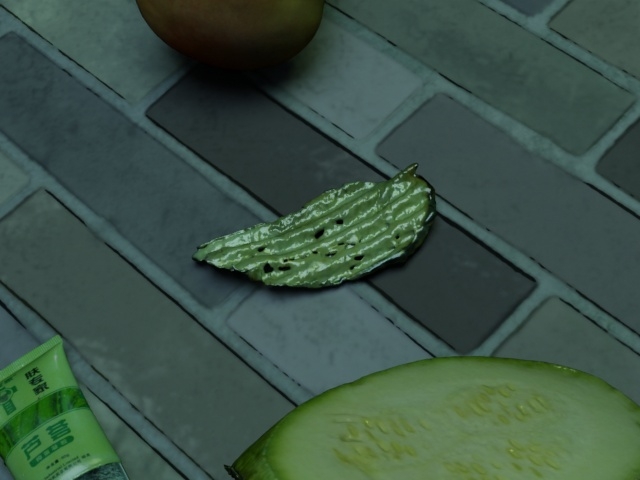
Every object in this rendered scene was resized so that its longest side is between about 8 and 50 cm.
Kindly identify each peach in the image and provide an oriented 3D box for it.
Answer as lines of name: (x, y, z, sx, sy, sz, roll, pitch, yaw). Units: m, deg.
peach: (-0.078, -0.239, 1.114, 0.184, 0.184, 0.184, -4, 57, 7)

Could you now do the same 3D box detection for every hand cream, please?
hand cream: (-0.203, 0.155, 0.955, 0.095, 0.046, 0.175, -34, 57, -9)

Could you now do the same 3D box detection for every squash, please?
squash: (0.090, 0.137, 0.836, 0.260, 0.189, 0.189, -38, 60, -10)

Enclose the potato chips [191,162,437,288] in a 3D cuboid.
potato chips: (0.000, 0.000, 1.031, 0.207, 0.028, 0.092, -20, 55, -5)
